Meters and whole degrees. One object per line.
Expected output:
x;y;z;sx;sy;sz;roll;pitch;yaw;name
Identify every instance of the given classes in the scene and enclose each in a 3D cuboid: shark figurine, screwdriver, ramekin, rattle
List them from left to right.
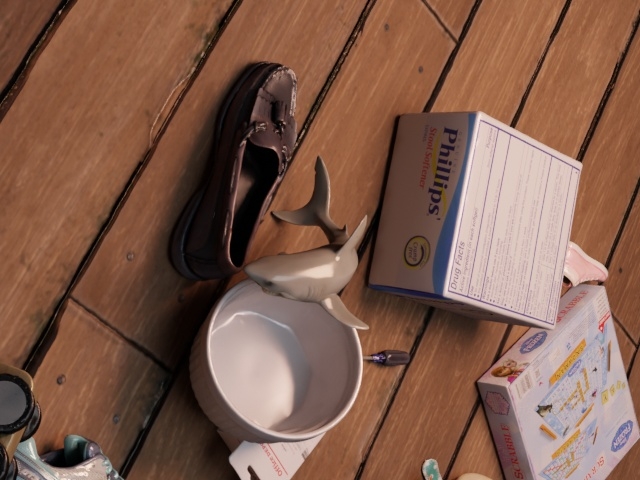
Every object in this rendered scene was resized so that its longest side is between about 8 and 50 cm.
-0.062;0.152;1.492;0.207;0.109;0.207;10;66;-23;ramekin
0.019;-0.001;1.490;0.116;0.166;0.278;-59;-176;25;shark figurine
0.062;0.166;1.737;0.170;0.025;0.024;5;90;-37;screwdriver
0.206;0.429;1.894;0.199;0.143;0.130;15;49;-30;rattle

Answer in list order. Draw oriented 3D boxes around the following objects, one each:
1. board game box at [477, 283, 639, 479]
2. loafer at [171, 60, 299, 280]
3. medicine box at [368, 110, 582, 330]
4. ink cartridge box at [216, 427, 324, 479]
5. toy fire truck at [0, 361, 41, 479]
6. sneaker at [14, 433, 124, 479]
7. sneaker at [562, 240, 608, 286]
0.412;0.288;2.067;0.318;0.066;0.318;-36;118;-38;board game box
-0.081;-0.085;1.507;0.109;0.095;0.302;37;68;-40;loafer
0.234;-0.025;1.799;0.289;0.149;0.263;18;80;-45;medicine box
-0.063;0.246;1.579;0.180;0.060;0.104;-48;124;-32;ink cartridge box
-0.419;0.191;1.173;0.246;0.158;0.217;22;74;-2;toy fire truck
-0.251;0.285;1.357;0.283;0.110;0.122;27;71;-44;sneaker
0.439;0.057;2.089;0.134;0.051;0.070;34;71;-39;sneaker
